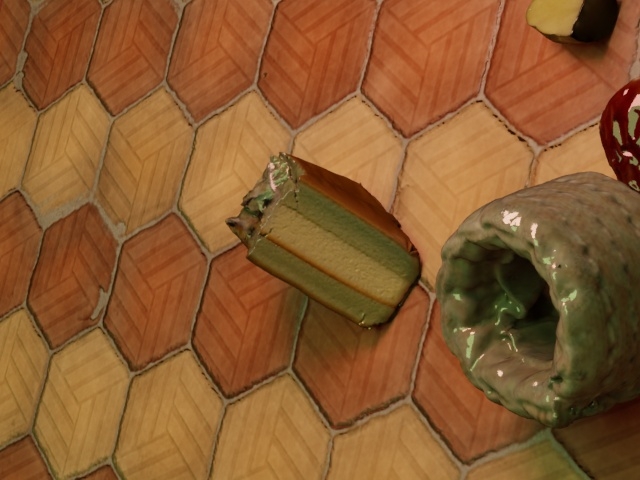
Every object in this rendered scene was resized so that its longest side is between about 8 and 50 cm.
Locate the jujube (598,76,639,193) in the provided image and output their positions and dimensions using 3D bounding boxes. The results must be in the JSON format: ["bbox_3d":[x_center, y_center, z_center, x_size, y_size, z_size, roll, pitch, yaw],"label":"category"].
[{"bbox_3d":[0.433,-0.094,1.773,0.155,0.155,0.230,-39,58,29],"label":"jujube"}]

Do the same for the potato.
[{"bbox_3d":[0.338,-0.305,1.998,0.103,0.066,0.096,20,76,51],"label":"potato"}]

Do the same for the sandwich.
[{"bbox_3d":[0.000,0.000,2.133,0.155,0.198,0.227,-57,45,14],"label":"sandwich"}]

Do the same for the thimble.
[{"bbox_3d":[0.289,0.072,1.768,0.291,0.195,0.291,38,137,47],"label":"thimble"}]
